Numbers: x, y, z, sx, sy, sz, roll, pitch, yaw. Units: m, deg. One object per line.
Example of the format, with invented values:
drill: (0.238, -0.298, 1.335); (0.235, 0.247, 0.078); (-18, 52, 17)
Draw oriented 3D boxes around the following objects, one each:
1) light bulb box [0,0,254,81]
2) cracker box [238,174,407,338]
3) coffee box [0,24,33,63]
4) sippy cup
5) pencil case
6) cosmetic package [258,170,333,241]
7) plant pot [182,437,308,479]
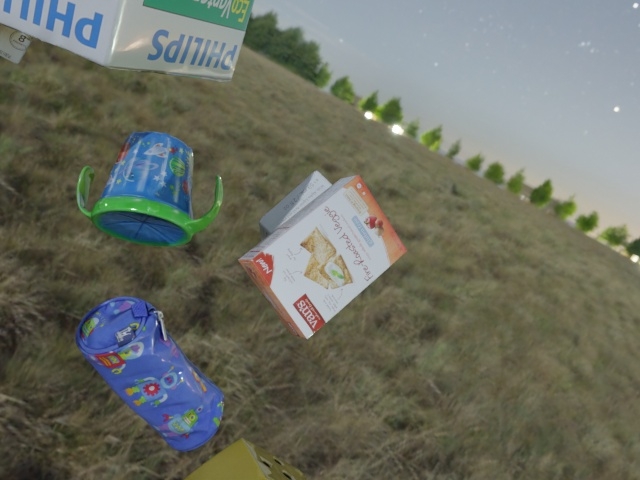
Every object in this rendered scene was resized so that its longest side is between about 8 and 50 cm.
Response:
light bulb box: (-0.230, -0.378, 0.629); (0.358, 0.360, 0.225); (23, 17, 16)
cracker box: (0.008, 0.024, 1.080); (0.155, 0.232, 0.067); (56, -21, -15)
coffee box: (-0.479, -0.452, 1.049); (0.168, 0.297, 0.118); (26, 28, -35)
sippy cup: (-0.400, -0.127, 1.599); (0.306, 0.223, 0.240); (18, -22, -26)
pencil case: (-0.263, 0.217, 1.099); (0.119, 0.133, 0.306); (-112, 177, -51)
cosmetic package: (0.000, 0.000, 1.278); (0.184, 0.151, 0.151); (44, -14, 10)
plant pot: (-0.108, 0.444, 1.060); (0.212, 0.187, 0.212); (38, -5, -26)
